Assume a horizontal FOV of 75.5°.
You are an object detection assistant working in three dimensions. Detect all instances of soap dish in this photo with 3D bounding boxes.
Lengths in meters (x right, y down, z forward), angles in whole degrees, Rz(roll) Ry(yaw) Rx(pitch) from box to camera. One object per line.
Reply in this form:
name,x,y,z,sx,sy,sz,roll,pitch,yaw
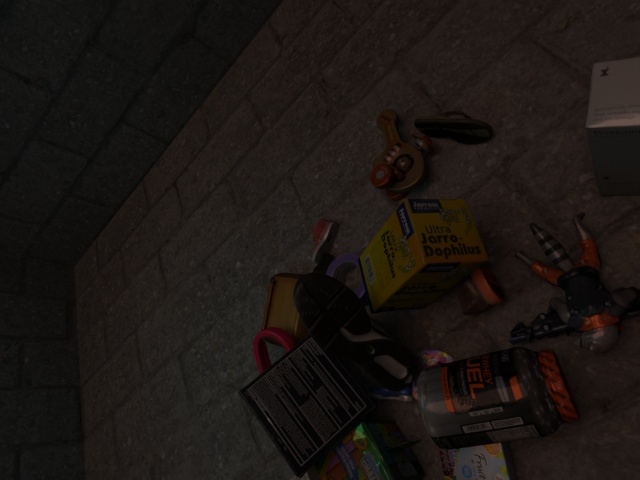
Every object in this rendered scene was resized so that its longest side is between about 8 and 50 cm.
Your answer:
soap dish,-0.114,0.270,1.598,0.228,0.118,0.292,3,79,40

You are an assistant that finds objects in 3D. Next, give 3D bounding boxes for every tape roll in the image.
tape roll,0.113,0.144,1.477,0.188,0.080,0.189,-14,67,37

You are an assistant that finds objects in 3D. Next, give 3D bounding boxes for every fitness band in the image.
fitness band,-0.147,0.454,1.521,0.208,0.054,0.291,-5,105,38

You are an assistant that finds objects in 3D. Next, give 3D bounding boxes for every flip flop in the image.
flip flop,0.439,-0.388,1.374,0.277,0.112,0.080,24,77,47

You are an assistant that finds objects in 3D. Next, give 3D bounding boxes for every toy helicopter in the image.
toy helicopter,0.282,-0.333,1.458,0.234,0.140,0.356,-27,58,28

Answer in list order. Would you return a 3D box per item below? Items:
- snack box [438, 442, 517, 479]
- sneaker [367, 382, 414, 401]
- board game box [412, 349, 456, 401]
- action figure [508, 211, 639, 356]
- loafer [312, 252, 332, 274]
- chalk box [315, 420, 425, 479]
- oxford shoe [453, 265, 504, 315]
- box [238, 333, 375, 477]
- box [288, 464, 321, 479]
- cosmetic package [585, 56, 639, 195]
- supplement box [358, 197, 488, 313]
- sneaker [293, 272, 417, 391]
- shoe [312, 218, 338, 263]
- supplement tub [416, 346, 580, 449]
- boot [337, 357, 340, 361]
snack box,0.416,0.625,1.074,0.174,0.070,0.207,-21,64,34
sneaker,0.219,0.454,1.299,0.152,0.058,0.085,-8,77,34
board game box,0.334,0.408,1.219,0.133,0.033,0.169,-2,74,26
action figure,0.593,0.133,1.024,0.341,0.178,0.331,-33,48,25
loafer,0.010,0.110,1.560,0.056,0.050,0.148,12,44,19
chalk box,0.160,0.646,1.200,0.289,0.180,0.179,-48,46,16
oxford shoe,0.398,0.048,1.243,0.132,0.129,0.364,-39,54,31
box,-0.040,0.500,1.286,0.293,0.183,0.296,-36,70,-15
box,-0.089,0.879,1.395,0.275,0.094,0.113,-48,50,18
cosmetic package,0.718,-0.229,0.890,0.217,0.384,0.157,6,80,41
supplement box,0.271,0.055,1.187,0.357,0.193,0.196,117,145,-57
sneaker,0.071,0.258,1.252,0.169,0.447,0.257,-47,13,-7
shoe,0.000,0.000,1.632,0.081,0.063,0.178,22,85,43
supplement tub,0.433,0.391,1.035,0.337,0.207,0.207,-23,62,26
boot,0.028,0.343,1.483,0.115,0.112,0.306,4,84,23
